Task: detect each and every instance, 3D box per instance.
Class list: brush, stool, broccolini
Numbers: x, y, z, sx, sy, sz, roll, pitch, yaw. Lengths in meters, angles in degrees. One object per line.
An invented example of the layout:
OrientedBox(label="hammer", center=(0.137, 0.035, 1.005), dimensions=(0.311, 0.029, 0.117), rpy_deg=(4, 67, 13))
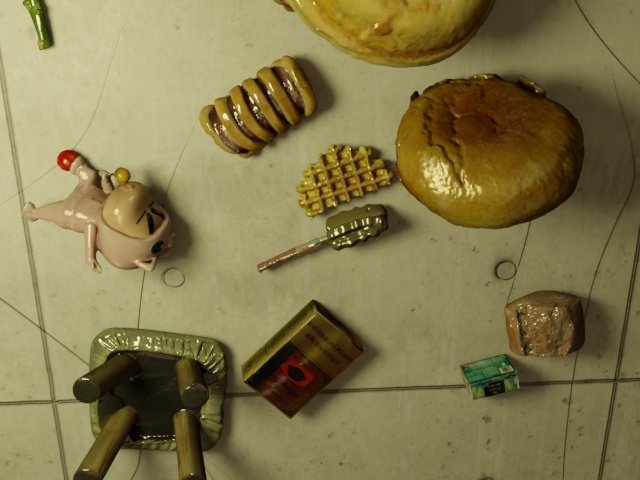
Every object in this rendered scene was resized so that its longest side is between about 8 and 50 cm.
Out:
OrientedBox(label="brush", center=(0.000, 0.000, 1.426), dimensions=(0.301, 0.084, 0.071), rpy_deg=(-22, 111, 10))
OrientedBox(label="stool", center=(-0.367, 0.374, 1.454), dimensions=(0.311, 0.226, 0.310), rpy_deg=(4, 109, -4))
OrientedBox(label="broccolini", center=(-0.527, -0.459, 1.231), dimensions=(0.058, 0.067, 0.216), rpy_deg=(7, 115, 35))

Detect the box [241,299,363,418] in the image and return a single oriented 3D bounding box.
OrientedBox(label="box", center=(-0.041, 0.269, 1.521), dimensions=(0.240, 0.071, 0.159), rpy_deg=(-43, 109, 10))

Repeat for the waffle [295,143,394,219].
OrientedBox(label="waffle", center=(0.043, -0.115, 1.400), dimensions=(0.161, 0.046, 0.192), rpy_deg=(33, 105, -14))

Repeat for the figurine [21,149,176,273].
OrientedBox(label="figurine", center=(-0.425, -0.054, 1.331), dimensions=(0.287, 0.176, 0.186), rpy_deg=(31, 131, 1))

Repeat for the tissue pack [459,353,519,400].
OrientedBox(label="tissue pack", center=(0.392, 0.325, 1.561), dimensions=(0.111, 0.085, 0.079), rpy_deg=(-15, 111, 1))

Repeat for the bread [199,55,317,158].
OrientedBox(label="bread", center=(-0.118, -0.255, 1.320), dimensions=(0.225, 0.081, 0.134), rpy_deg=(-34, 110, 7))

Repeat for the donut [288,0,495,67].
OrientedBox(label="donut", center=(0.129, -0.519, 1.147), dimensions=(0.449, 0.198, 0.448), rpy_deg=(-2, 96, -15))

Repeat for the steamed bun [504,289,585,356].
OrientedBox(label="steamed bun", center=(0.505, 0.187, 1.509), dimensions=(0.175, 0.106, 0.144), rpy_deg=(-9, 110, 2))

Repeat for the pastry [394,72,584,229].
OrientedBox(label="pastry", center=(0.307, -0.173, 1.254), dimensions=(0.356, 0.356, 0.163), rpy_deg=(-7, 140, -1))

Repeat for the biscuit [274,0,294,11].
OrientedBox(label="biscuit", center=(-0.023, -0.472, 1.257), dimensions=(0.183, 0.061, 0.118), rpy_deg=(7, 92, -5))
